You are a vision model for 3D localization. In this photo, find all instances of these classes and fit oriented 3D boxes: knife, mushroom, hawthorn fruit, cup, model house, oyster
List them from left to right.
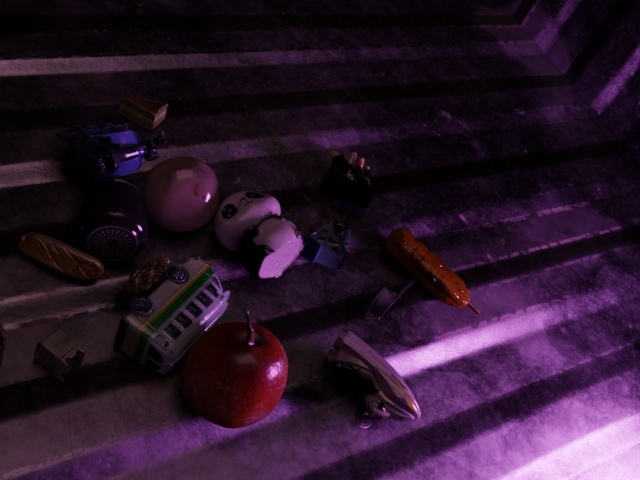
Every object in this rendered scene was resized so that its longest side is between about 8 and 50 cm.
[{"bbox_3d":[-0.532,-0.046,1.880,0.223,0.169,0.176,-13,49,2],"label":"cup"},{"bbox_3d":[-0.420,0.086,1.847,0.177,0.105,0.056,-37,104,-43],"label":"oyster"},{"bbox_3d":[-0.370,-0.126,2.019,0.204,0.204,0.204,14,47,-16],"label":"mushroom"},{"bbox_3d":[-0.174,0.296,1.710,0.235,0.263,0.231,13,64,-53],"label":"hawthorn fruit"},{"bbox_3d":[0.000,0.000,2.135,0.149,0.119,0.148,13,47,-6],"label":"model house"},{"bbox_3d":[0.188,0.159,2.152,0.060,0.028,0.230,32,47,19],"label":"knife"}]

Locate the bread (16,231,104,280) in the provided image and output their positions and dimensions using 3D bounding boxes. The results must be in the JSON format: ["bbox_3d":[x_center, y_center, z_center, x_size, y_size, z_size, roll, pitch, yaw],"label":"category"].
[{"bbox_3d":[-0.612,0.042,1.822,0.214,0.053,0.073,23,88,-2],"label":"bread"}]

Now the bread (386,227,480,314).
[{"bbox_3d":[0.323,0.098,2.222,0.344,0.084,0.124,44,30,10],"label":"bread"}]

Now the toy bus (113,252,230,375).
[{"bbox_3d":[-0.335,0.173,1.795,0.165,0.133,0.276,36,47,7],"label":"toy bus"}]

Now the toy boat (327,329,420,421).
[{"bbox_3d":[0.119,0.349,1.874,0.141,0.141,0.269,-24,67,-39],"label":"toy boat"}]

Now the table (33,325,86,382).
[{"bbox_3d":[-0.560,0.246,1.654,0.083,0.079,0.062,38,44,6],"label":"table"}]

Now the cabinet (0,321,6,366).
[{"bbox_3d":[-0.730,0.213,1.504,0.175,0.215,0.148,-15,61,-36],"label":"cabinet"}]

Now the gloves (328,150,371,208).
[{"bbox_3d":[0.088,-0.199,2.347,0.164,0.124,0.203,45,12,-26],"label":"gloves"}]

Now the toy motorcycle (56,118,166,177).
[{"bbox_3d":[-0.535,-0.236,1.950,0.212,0.125,0.358,-16,23,-26],"label":"toy motorcycle"}]

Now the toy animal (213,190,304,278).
[{"bbox_3d":[-0.171,-0.025,2.024,0.187,0.165,0.235,-32,72,-30],"label":"toy animal"}]

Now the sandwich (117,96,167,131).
[{"bbox_3d":[-0.514,-0.382,2.225,0.116,0.074,0.074,29,47,0],"label":"sandwich"}]
